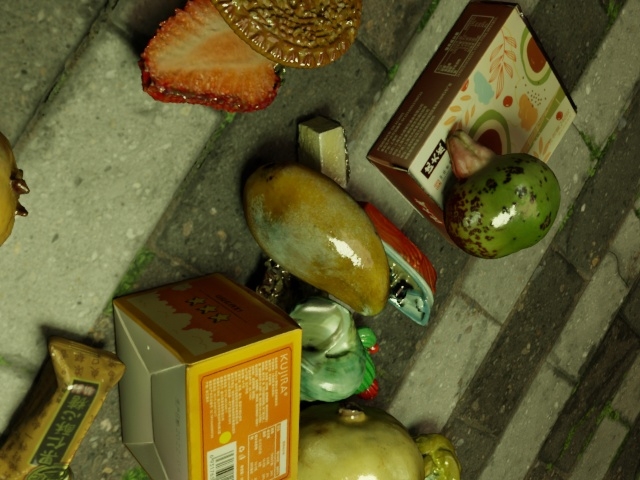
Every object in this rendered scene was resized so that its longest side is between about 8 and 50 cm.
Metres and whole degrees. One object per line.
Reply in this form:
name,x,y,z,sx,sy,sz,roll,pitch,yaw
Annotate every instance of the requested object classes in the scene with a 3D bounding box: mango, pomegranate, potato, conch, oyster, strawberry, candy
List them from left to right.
candy,-0.401,0.278,1.103,0.143,0.101,0.271,23,98,-36
strawberry,-0.148,-0.271,1.067,0.286,0.106,0.188,-23,97,-34
oyster,-0.058,0.136,1.329,0.198,0.092,0.260,21,91,-46
mango,0.000,0.000,1.207,0.316,0.193,0.146,49,51,-3
conch,0.002,0.191,1.258,0.175,0.122,0.188,12,85,-38
potato,0.003,-0.152,1.262,0.061,0.086,0.122,-27,129,-31
pomegranate,0.038,0.460,1.409,0.332,0.332,0.333,-16,117,-34
pomegranate,0.304,-0.090,1.313,0.214,0.214,0.248,-38,95,-21

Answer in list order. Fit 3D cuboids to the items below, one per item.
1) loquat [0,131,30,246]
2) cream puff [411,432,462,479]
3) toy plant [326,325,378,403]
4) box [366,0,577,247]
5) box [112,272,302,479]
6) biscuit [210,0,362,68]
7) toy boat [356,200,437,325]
loquat,-0.470,-0.063,0.844,0.238,0.193,0.238,-12,118,-24
cream puff,0.205,0.530,1.655,0.194,0.194,0.221,14,110,-41
toy plant,0.047,0.265,1.469,0.154,0.088,0.240,-17,133,-16
box,0.321,-0.216,1.467,0.344,0.122,0.385,40,81,-42
box,-0.177,0.238,1.157,0.213,0.259,0.284,-12,115,-35
biscuit,-0.049,-0.401,1.068,0.305,0.038,0.305,10,74,-37
toy boat,0.118,0.063,1.395,0.332,0.145,0.133,42,70,-36
